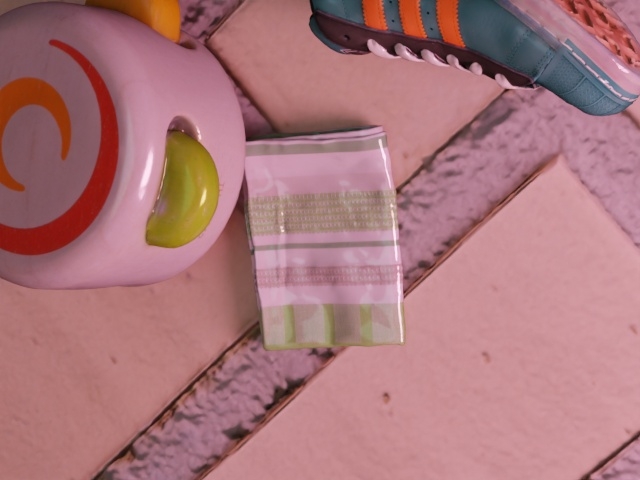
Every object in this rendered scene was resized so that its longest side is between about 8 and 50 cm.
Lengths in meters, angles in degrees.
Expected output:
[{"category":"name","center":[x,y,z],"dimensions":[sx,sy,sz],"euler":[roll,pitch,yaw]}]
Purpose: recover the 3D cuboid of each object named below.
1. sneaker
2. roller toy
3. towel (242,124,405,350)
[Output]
[{"category":"sneaker","center":[0.072,-0.153,1.269],"dimensions":[0.302,0.108,0.121],"euler":[39,112,23]},{"category":"roller toy","center":[-0.155,-0.064,1.353],"dimensions":[0.191,0.146,0.209],"euler":[-32,74,26]},{"category":"towel","center":[0.000,0.000,1.362],"dimensions":[0.113,0.023,0.152],"euler":[-3,96,25]}]
